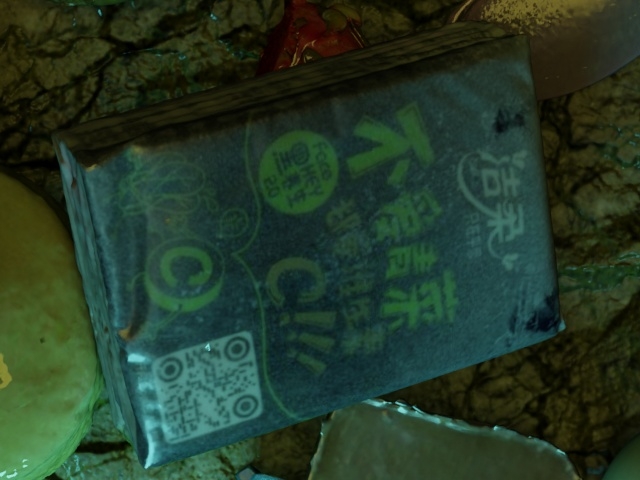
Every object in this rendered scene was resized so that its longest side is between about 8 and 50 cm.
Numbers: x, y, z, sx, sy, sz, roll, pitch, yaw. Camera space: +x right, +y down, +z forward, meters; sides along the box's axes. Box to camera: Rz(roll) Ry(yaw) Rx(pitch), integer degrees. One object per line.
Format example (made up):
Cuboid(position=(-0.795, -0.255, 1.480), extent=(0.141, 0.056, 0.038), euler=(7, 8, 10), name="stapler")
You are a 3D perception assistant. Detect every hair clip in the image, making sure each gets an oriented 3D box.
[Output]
Cuboid(position=(0.271, -0.234, 1.446), extent=(0.358, 0.110, 0.095), euler=(-37, 48, 6), name="hair clip")

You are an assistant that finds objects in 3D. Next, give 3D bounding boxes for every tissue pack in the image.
Cuboid(position=(0.000, 0.000, 1.327), extent=(0.394, 0.124, 0.288), euler=(-17, 115, -17), name="tissue pack")

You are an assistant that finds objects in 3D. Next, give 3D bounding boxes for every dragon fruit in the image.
Cuboid(position=(0.000, -0.120, 1.427), extent=(0.150, 0.133, 0.208), euler=(-25, 93, 0), name="dragon fruit")

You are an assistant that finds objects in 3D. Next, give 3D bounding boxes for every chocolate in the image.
Cuboid(position=(0.103, 0.227, 1.439), extent=(0.261, 0.083, 0.161), euler=(20, 91, -11), name="chocolate")

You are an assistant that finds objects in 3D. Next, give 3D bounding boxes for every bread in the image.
Cuboid(position=(-0.342, 0.081, 1.396), extent=(0.320, 0.237, 0.321), euler=(1, 87, -12), name="bread")

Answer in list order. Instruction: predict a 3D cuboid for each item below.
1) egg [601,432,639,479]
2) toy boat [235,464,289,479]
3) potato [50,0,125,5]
Cuboid(position=(0.312, 0.251, 1.398), extent=(0.149, 0.149, 0.192), euler=(11, 83, 3), name="egg")
Cuboid(position=(-0.011, 0.295, 1.438), extent=(0.088, 0.102, 0.215), euler=(-33, 88, 0), name="toy boat")
Cuboid(position=(-0.185, -0.275, 1.453), extent=(0.225, 0.090, 0.117), euler=(-5, 98, 7), name="potato")
